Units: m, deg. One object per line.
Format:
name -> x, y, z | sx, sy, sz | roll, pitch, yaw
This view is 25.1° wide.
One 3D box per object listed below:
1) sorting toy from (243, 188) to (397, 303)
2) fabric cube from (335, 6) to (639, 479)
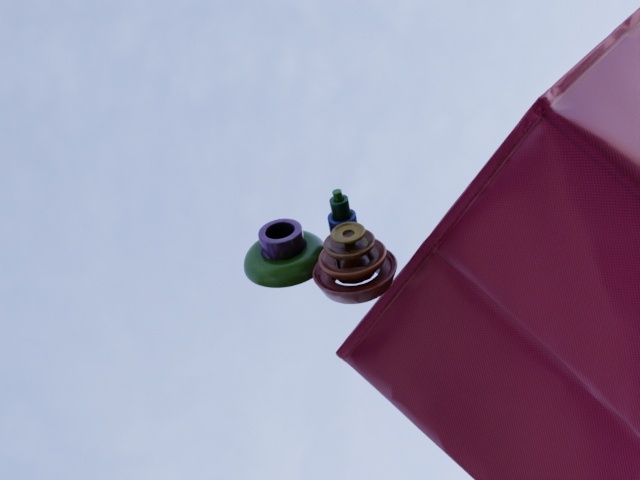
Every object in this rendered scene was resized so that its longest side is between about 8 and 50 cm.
sorting toy -> 0.000, 0.000, 0.828 | 0.061, 0.102, 0.042 | -43, -46, -39
fabric cube -> 0.215, 0.031, 0.882 | 0.254, 0.258, 0.259 | -42, -10, -44
